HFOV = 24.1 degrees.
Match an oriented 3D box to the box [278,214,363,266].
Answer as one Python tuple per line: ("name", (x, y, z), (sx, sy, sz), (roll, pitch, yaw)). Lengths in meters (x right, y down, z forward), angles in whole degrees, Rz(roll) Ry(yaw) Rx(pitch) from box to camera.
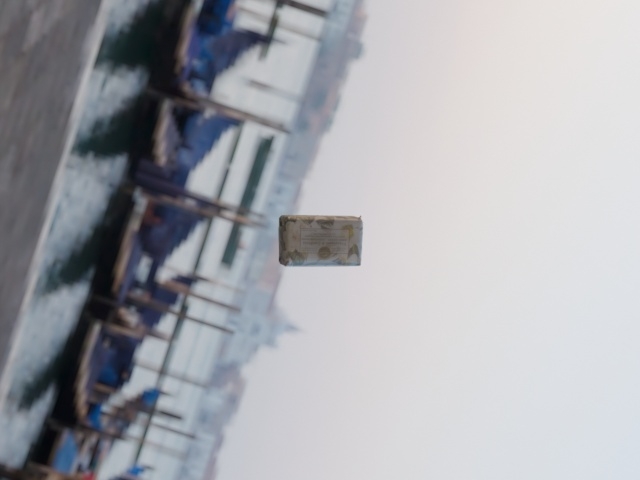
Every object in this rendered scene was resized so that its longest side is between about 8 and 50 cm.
("box", (0.000, 0.000, 1.756), (0.045, 0.098, 0.062), (-164, -107, -74))
